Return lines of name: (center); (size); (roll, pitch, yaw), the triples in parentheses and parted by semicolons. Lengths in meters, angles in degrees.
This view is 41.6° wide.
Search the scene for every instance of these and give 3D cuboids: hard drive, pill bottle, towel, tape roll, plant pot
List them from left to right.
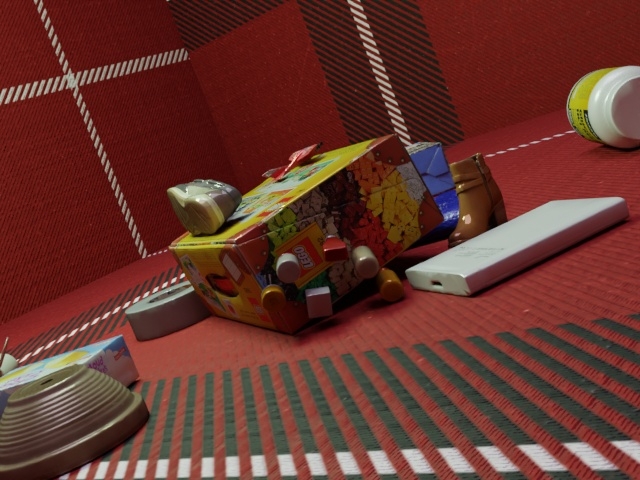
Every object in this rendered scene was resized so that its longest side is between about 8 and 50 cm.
plant pot: (-0.384, 0.256, 1.244); (0.237, 0.109, 0.237); (-21, 7, 3)
tape roll: (-0.336, 0.154, 1.949); (0.219, 0.072, 0.219); (-21, 9, 3)
towel: (0.209, -0.044, 1.858); (0.308, 0.076, 0.228); (-17, 8, 26)
hard drive: (0.314, 0.006, 1.368); (0.308, 0.040, 0.203); (-23, 8, -18)
pill bottle: (0.706, -0.313, 1.980); (0.188, 0.187, 0.334); (-20, 7, 7)

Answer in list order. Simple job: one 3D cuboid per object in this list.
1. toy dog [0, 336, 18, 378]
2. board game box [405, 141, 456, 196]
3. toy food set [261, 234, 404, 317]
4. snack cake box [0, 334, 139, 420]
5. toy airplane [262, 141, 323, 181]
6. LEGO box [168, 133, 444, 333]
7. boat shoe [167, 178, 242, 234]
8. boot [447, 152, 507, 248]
toy dog: (-0.785, 0.291, 1.862); (0.220, 0.160, 0.334); (-23, 8, -17)
board game box: (0.245, -0.188, 2.511); (0.232, 0.141, 0.291); (-21, 8, -3)
toy food set: (0.014, 0.056, 1.407); (0.232, 0.111, 0.104); (-9, 13, -2)
snack cake box: (-0.478, 0.265, 1.502); (0.264, 0.089, 0.152); (-18, 7, 21)
toy airplane: (-0.054, -0.165, 1.773); (0.151, 0.028, 0.151); (-30, 10, 6)
LEGO box: (-0.052, -0.013, 1.686); (0.373, 0.193, 0.500); (-35, 12, -19)
boat shoe: (-0.228, -0.073, 1.671); (0.092, 0.102, 0.285); (-31, 15, -18)
boot: (0.278, -0.076, 1.607); (0.073, 0.152, 0.197); (-14, 10, 40)
